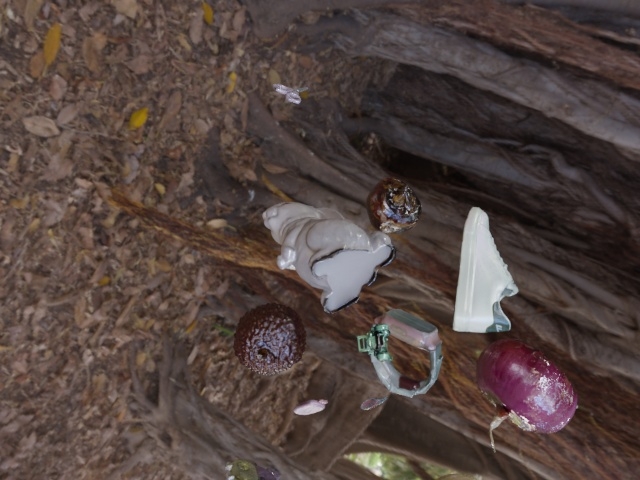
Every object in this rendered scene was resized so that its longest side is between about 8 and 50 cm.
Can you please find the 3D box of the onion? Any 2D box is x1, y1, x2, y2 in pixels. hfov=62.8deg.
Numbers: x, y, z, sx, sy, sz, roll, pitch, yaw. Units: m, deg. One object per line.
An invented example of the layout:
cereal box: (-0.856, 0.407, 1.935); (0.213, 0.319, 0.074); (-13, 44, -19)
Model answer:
onion: (0.698, 0.523, 1.863); (0.345, 0.358, 0.358); (-16, 150, -8)

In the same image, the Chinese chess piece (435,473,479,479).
Chinese chess piece: (0.455, 0.885, 1.595); (0.140, 0.338, 0.338); (-28, 144, -37)

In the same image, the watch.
watch: (0.276, 0.378, 1.726); (0.162, 0.253, 0.241); (-4, 115, -62)

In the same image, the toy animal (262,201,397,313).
toy animal: (0.000, 0.000, 1.324); (0.258, 0.357, 0.194); (-16, 125, -16)

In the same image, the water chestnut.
water chestnut: (0.284, -0.137, 2.023); (0.223, 0.224, 0.238); (-57, -171, -31)

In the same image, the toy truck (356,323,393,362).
toy truck: (0.125, 0.241, 1.208); (0.154, 0.078, 0.080); (57, 29, -72)

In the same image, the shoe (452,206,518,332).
shoe: (0.449, 0.076, 1.397); (0.132, 0.160, 0.363); (72, 29, -61)

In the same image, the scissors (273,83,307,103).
scissors: (-0.080, -0.478, 1.680); (0.015, 0.100, 0.189); (-56, 174, 30)

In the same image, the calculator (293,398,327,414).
calculator: (-0.041, 0.704, 2.215); (0.103, 0.166, 0.024); (32, 39, -37)

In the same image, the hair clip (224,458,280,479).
hair clip: (-0.157, 0.558, 1.224); (0.056, 0.146, 0.187); (-66, -168, -11)

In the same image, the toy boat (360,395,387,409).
toy boat: (0.216, 0.632, 2.035); (0.096, 0.034, 0.122); (-35, 152, 25)

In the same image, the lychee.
lychee: (-0.182, 0.355, 1.882); (0.300, 0.264, 0.264); (-58, 167, -69)
